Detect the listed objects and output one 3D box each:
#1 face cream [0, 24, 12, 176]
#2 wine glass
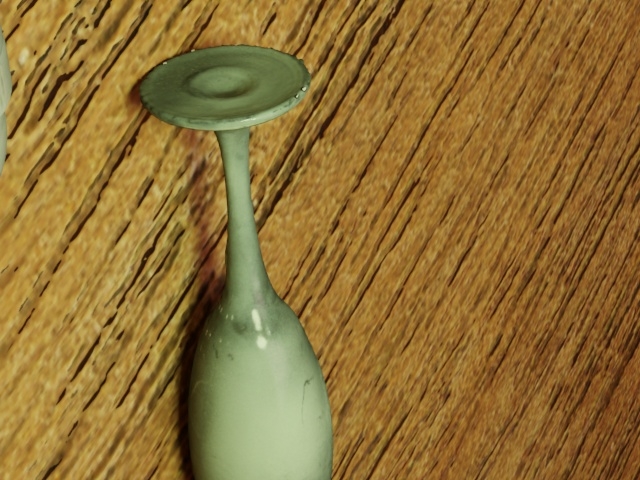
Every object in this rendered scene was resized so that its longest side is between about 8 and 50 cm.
[{"bbox_3d":[-0.197,-0.077,0.713,0.145,0.145,0.369,-44,138,-42],"label":"face cream"},{"bbox_3d":[0.000,0.000,1.141,0.264,0.096,0.309,-43,138,-45],"label":"wine glass"}]
